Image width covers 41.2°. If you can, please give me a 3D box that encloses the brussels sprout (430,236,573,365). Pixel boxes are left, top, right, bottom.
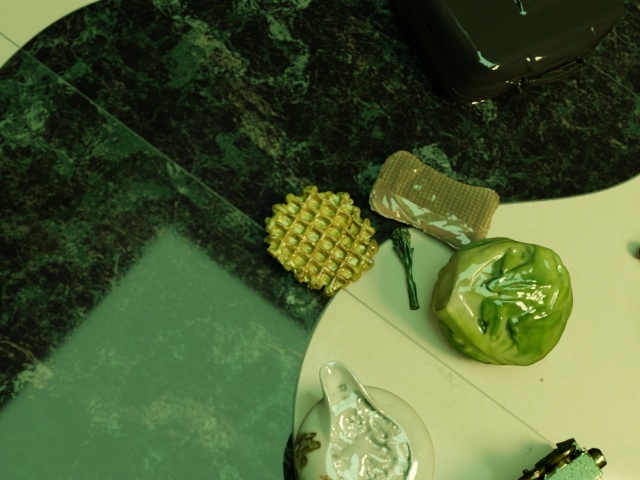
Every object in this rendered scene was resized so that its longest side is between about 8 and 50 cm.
[{"bbox_3d":[0.285,0.096,1.330,0.223,0.161,0.223,0,91,-2],"label":"brussels sprout"}]

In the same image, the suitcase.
[{"bbox_3d":[0.329,-0.426,1.515,0.345,0.188,0.339,-25,74,-20],"label":"suitcase"}]

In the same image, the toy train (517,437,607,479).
[{"bbox_3d":[0.310,0.375,1.237,0.225,0.137,0.090,-29,76,-15],"label":"toy train"}]

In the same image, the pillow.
[{"bbox_3d":[0.191,-0.065,1.435,0.211,0.034,0.135,24,69,1],"label":"pillow"}]

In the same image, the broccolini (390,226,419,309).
[{"bbox_3d":[0.138,0.045,1.390,0.035,0.030,0.140,-5,75,-3],"label":"broccolini"}]

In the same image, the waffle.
[{"bbox_3d":[0.002,-0.004,1.374,0.191,0.038,0.191,3,69,-9],"label":"waffle"}]

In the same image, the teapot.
[{"bbox_3d":[0.071,0.317,1.212,0.204,0.139,0.298,-28,76,-21],"label":"teapot"}]
